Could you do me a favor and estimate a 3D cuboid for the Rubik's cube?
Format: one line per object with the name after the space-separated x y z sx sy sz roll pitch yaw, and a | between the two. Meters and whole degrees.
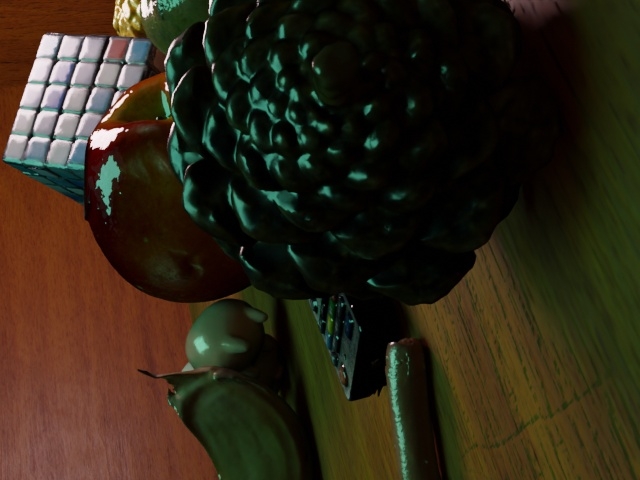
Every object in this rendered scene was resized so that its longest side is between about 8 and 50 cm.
-0.412 -0.227 1.639 0.287 0.291 0.293 39 -120 -64 | Rubik's cube

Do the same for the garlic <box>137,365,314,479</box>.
-0.124 0.305 1.269 0.151 0.196 0.339 -26 92 47 | garlic

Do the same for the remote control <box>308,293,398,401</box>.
0.000 0.000 0.936 0.399 0.062 0.145 -114 21 -43 | remote control

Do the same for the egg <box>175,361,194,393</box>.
-0.212 0.317 1.682 0.264 0.182 0.183 -154 58 -80 | egg

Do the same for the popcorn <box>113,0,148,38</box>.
-0.328 -0.457 1.700 0.250 0.190 0.250 48 -165 -18 | popcorn

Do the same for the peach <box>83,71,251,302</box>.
-0.239 -0.089 1.342 0.335 0.309 0.406 -117 26 -45 | peach

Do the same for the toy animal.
-0.149 0.210 1.412 0.154 0.166 0.250 15 140 27 | toy animal

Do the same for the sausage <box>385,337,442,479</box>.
0.088 0.182 0.734 0.043 0.043 0.186 153 109 -75 | sausage

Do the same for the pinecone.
0.019 -0.079 0.537 0.309 0.243 0.244 -90 -5 -80 | pinecone

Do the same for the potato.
-0.180 -0.367 1.248 0.251 0.174 0.159 -20 75 60 | potato
